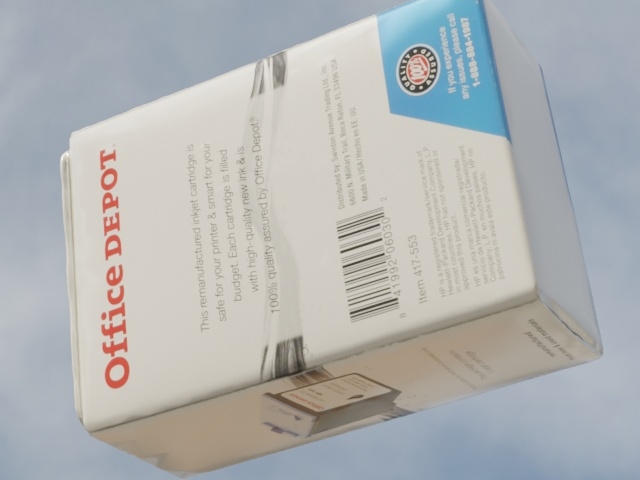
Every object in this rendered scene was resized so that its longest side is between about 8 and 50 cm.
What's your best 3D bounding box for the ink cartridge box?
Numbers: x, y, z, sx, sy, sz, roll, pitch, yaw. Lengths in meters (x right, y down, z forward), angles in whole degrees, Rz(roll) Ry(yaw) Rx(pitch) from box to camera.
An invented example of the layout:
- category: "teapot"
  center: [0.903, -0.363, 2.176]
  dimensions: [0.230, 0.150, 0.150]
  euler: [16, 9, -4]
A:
- category: "ink cartridge box"
  center: [0.000, 0.000, 0.661]
  dimensions: [0.190, 0.140, 0.082]
  euler: [-19, -29, 22]
